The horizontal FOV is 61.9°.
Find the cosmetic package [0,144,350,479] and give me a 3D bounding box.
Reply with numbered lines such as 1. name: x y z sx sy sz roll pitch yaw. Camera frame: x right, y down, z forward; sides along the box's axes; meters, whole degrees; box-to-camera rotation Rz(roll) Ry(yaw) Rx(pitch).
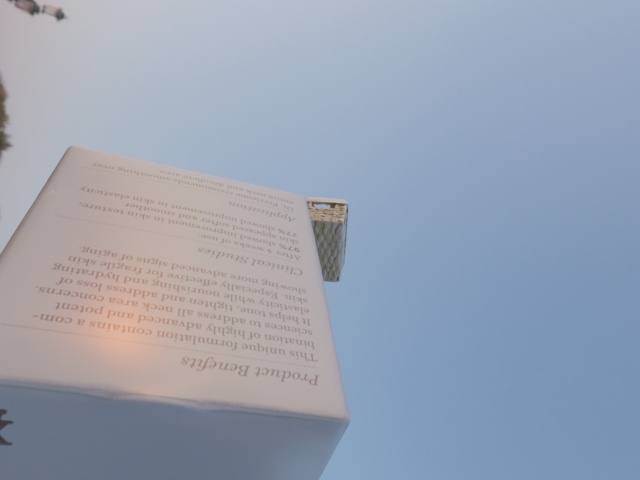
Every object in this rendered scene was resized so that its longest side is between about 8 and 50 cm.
1. cosmetic package: -0.195 0.140 0.643 0.393 0.330 0.327 -101 -153 -55

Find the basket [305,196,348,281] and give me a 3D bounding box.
1. basket: 0.000 0.000 1.183 0.103 0.114 0.167 -77 170 -62
